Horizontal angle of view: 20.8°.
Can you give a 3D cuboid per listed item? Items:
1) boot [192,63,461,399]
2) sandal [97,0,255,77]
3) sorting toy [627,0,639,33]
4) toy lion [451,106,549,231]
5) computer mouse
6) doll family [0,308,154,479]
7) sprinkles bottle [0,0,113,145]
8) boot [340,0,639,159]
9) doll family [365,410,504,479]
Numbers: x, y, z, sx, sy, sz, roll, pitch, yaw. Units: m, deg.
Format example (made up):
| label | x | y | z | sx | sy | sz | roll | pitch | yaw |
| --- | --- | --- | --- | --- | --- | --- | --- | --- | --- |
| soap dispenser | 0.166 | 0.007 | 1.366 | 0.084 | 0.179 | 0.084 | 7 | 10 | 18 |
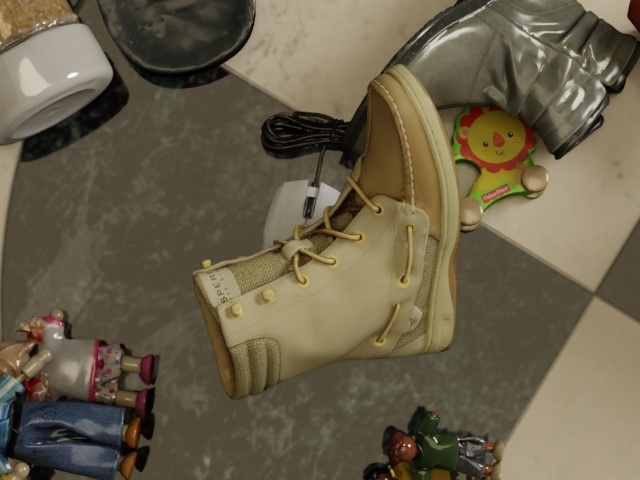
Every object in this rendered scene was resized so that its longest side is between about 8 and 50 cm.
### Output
| label | x | y | z | sx | sy | sz | roll | pitch | yaw |
| --- | --- | --- | --- | --- | --- | --- | --- | --- | --- |
| boot | 0.000 | 0.000 | 1.355 | 0.204 | 0.095 | 0.262 | -14 | 128 | -14 |
| sandal | -0.169 | -0.355 | 1.443 | 0.168 | 0.107 | 0.445 | -24 | 86 | -2 |
| sorting toy | 0.439 | -0.170 | 1.403 | 0.366 | 0.127 | 0.126 | -10 | 77 | 4 |
| toy lion | 0.140 | -0.070 | 1.462 | 0.100 | 0.034 | 0.096 | -27 | 79 | -4 |
| computer mouse | -0.009 | -0.013 | 1.451 | 0.106 | 0.042 | 0.193 | 10 | 86 | 0 |
| doll family | -0.233 | 0.184 | 1.399 | 0.163 | 0.118 | 0.262 | 8 | 86 | 1 |
| sprinkles bottle | -0.307 | -0.256 | 1.429 | 0.121 | 0.121 | 0.355 | -30 | 86 | -2 |
| boot | 0.147 | -0.122 | 1.425 | 0.161 | 0.083 | 0.246 | 44 | 75 | 3 |
| doll family | 0.080 | 0.233 | 1.419 | 0.111 | 0.076 | 0.193 | 7 | 89 | -4 |
